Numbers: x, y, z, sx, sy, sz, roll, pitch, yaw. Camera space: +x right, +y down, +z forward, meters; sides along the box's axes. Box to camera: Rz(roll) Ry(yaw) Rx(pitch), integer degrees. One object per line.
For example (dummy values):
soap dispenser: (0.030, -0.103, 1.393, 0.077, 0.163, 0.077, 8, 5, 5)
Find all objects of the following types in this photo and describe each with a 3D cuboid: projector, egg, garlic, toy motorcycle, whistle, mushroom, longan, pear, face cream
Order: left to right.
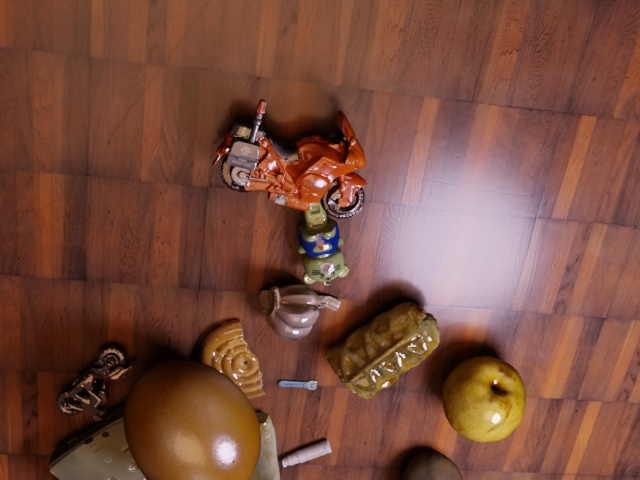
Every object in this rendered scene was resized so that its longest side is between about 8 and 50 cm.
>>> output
toy motorcycle: (-0.513, 0.341, 1.827, 0.118, 0.084, 0.212, 42, 100, -14)
projector: (-0.497, 0.518, 1.909, 0.269, 0.088, 0.193, -33, 115, 10)
egg: (-0.287, 0.427, 1.761, 0.282, 0.282, 0.351, -34, 110, 10)
mushroom: (-0.151, 0.573, 1.988, 0.099, 0.081, 0.312, -9, 112, -6)
toy motorcycle: (-0.045, -0.172, 1.595, 0.325, 0.148, 0.221, 14, 112, -11)
garlic: (-0.040, 0.163, 1.789, 0.194, 0.127, 0.131, 3, 152, -39)
face cream: (-0.037, 0.548, 2.011, 0.130, 0.034, 0.034, -22, 117, 3)
whistle: (0.000, 0.000, 1.719, 0.105, 0.085, 0.228, -11, 116, -4)
longan: (0.288, 0.639, 2.032, 0.167, 0.167, 0.187, -6, 95, -4)
pear: (0.393, 0.386, 1.898, 0.208, 0.209, 0.209, -3, 116, -6)

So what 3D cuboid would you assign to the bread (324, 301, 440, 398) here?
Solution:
bread: (0.155, 0.252, 1.839, 0.267, 0.130, 0.152, -38, 105, 11)

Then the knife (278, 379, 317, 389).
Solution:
knife: (-0.056, 0.354, 1.927, 0.096, 0.010, 0.027, 5, 115, -9)

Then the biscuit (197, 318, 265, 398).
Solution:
biscuit: (-0.218, 0.296, 1.867, 0.144, 0.033, 0.224, -13, 116, -1)
